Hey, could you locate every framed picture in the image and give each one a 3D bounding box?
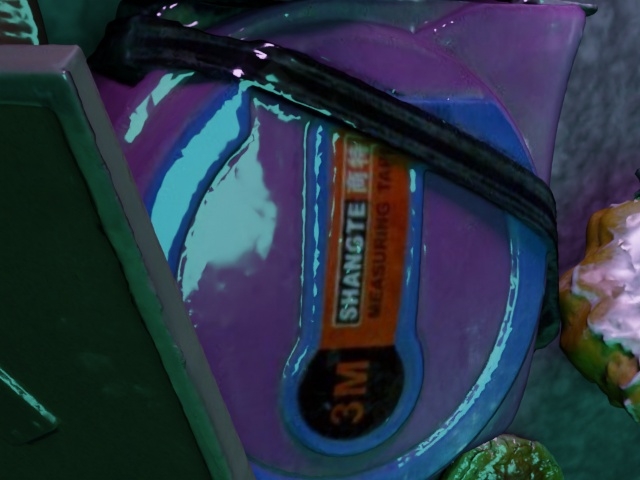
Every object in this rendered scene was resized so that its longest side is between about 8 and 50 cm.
[{"bbox_3d":[-0.126,0.049,0.435,0.019,0.208,0.281,-61,148,-41],"label":"framed picture"}]

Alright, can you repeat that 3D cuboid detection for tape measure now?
[{"bbox_3d":[0.000,0.000,0.527,0.245,0.149,0.232,-2,106,-26],"label":"tape measure"}]

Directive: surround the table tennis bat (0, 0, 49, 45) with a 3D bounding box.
[{"bbox_3d":[-0.210,-0.101,0.479,0.200,0.038,0.310,1,102,-17],"label":"table tennis bat"}]

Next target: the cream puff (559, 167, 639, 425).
[{"bbox_3d":[0.196,0.048,0.615,0.121,0.156,0.156,-25,113,20],"label":"cream puff"}]

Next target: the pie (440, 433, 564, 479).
[{"bbox_3d":[0.100,0.148,0.660,0.084,0.020,0.084,-4,103,-19],"label":"pie"}]
